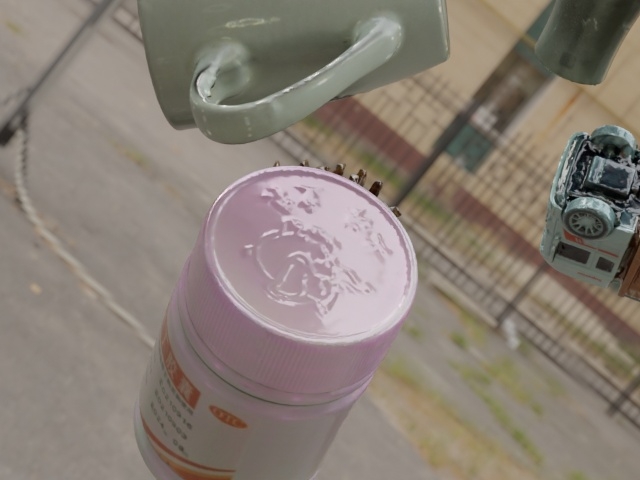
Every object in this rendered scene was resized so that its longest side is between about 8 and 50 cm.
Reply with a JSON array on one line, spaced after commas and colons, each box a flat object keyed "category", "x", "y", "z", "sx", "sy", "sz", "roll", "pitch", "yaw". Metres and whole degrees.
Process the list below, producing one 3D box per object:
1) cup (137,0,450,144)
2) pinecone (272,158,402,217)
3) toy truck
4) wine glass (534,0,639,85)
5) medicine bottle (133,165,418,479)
[{"category": "cup", "x": -0.019, "y": -0.169, "z": 1.242, "sx": 0.258, "sy": 0.234, "sz": 0.186, "roll": -87, "pitch": 168, "yaw": -47}, {"category": "pinecone", "x": 0.000, "y": 0.000, "z": 1.820, "sx": 0.207, "sy": 0.208, "sz": 0.208, "roll": 39, "pitch": 7, "yaw": -6}, {"category": "toy truck", "x": 0.394, "y": 0.003, "z": 1.736, "sx": 0.305, "sy": 0.136, "sz": 0.162, "roll": 20, "pitch": -36, "yaw": 7}, {"category": "wine glass", "x": 0.314, "y": -0.284, "z": 1.711, "sx": 0.103, "sy": 0.231, "sz": 0.103, "roll": 15, "pitch": 37, "yaw": -12}, {"category": "medicine bottle", "x": -0.050, "y": 0.100, "z": 1.466, "sx": 0.202, "sy": 0.316, "sz": 0.202, "roll": 10, "pitch": 50, "yaw": -13}]
